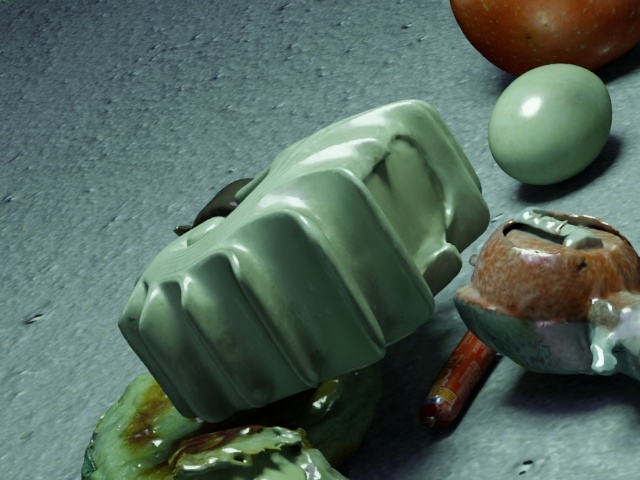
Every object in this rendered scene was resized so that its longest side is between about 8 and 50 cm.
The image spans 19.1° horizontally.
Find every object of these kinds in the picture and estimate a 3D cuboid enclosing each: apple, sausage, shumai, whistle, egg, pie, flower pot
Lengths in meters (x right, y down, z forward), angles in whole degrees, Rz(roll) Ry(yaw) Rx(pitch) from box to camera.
[{"bbox_3d":[0.260,-0.309,2.149,0.216,0.260,0.260,-37,6,46],"label":"apple"},{"bbox_3d":[0.113,0.117,1.587,0.034,0.034,0.129,-9,25,34],"label":"sausage"},{"bbox_3d":[-0.042,0.203,1.399,0.184,0.142,0.184,-24,19,8],"label":"shumai"},{"bbox_3d":[0.228,0.059,1.490,0.142,0.133,0.346,12,7,-36],"label":"whistle"},{"bbox_3d":[0.233,-0.118,1.909,0.114,0.114,0.152,-1,27,45],"label":"egg"},{"bbox_3d":[-0.078,0.158,1.647,0.303,0.067,0.302,-20,22,8],"label":"pie"},{"bbox_3d":[0.000,0.000,1.621,0.254,0.164,0.367,-26,13,31],"label":"flower pot"}]

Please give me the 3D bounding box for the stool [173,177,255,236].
[{"bbox_3d":[-0.093,0.016,1.934,0.217,0.125,0.121,-17,22,44],"label":"stool"}]
